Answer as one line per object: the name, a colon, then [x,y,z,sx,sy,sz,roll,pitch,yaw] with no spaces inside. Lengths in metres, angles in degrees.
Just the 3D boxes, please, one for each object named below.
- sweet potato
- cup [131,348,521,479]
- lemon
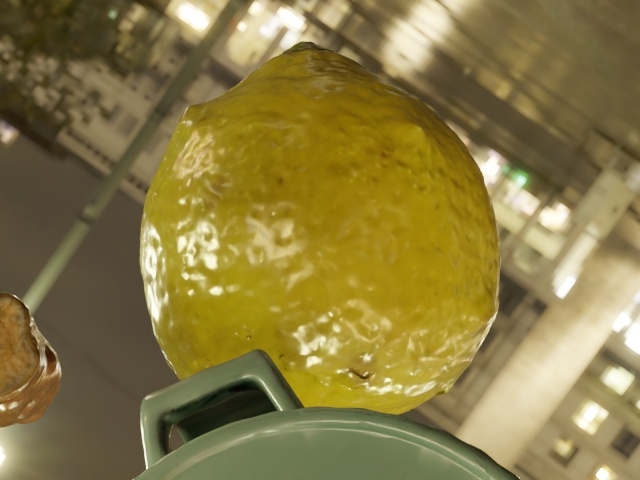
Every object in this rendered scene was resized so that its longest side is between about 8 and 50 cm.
sweet potato: [-0.257,0.108,1.283,0.097,0.097,0.252,36,167,11]
cup: [-0.007,0.259,0.851,0.401,0.310,0.392,34,161,25]
lemon: [0.000,0.000,1.499,0.349,0.387,0.350,-2,164,-1]
